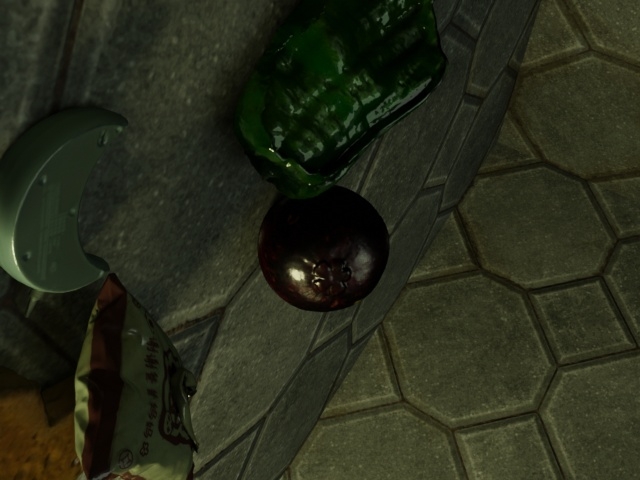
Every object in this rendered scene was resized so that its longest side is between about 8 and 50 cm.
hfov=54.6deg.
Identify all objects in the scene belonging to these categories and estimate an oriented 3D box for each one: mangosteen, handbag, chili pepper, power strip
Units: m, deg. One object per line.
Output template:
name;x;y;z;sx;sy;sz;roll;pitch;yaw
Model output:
mangosteen;0.000;0.000;1.073;0.265;0.228;0.228;-108;-146;-60
handbag;-0.209;0.183;0.708;0.235;0.127;0.213;85;-5;-59
chili pepper;0.029;-0.230;0.848;0.385;0.213;0.167;-54;-157;-12
power strip;-0.251;-0.019;0.593;0.137;0.044;0.216;-31;144;-58

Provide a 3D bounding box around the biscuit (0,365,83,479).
biscuit;-0.395;0.314;0.654;0.394;0.076;0.368;-63;162;-7
